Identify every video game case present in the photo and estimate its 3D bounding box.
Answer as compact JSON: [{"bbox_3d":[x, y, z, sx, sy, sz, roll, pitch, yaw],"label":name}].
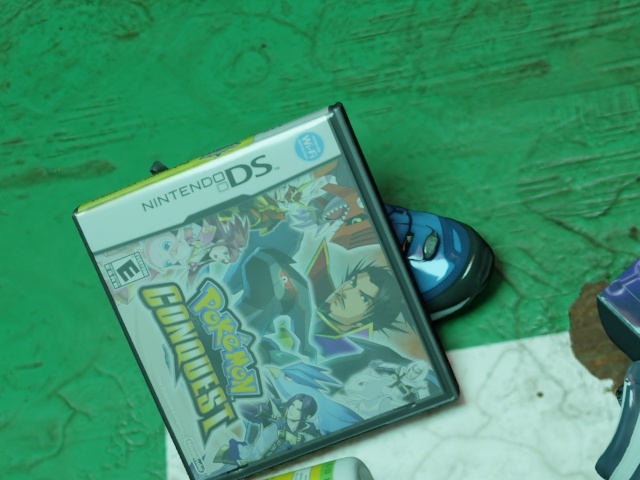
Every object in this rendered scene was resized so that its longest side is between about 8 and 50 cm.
[{"bbox_3d":[-0.046,0.053,1.563,0.248,0.035,0.274,-21,100,9],"label":"video game case"}]

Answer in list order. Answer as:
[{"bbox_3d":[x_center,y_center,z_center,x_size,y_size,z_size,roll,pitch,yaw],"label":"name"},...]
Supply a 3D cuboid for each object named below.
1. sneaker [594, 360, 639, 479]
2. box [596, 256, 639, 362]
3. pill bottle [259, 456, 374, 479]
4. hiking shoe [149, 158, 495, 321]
[{"bbox_3d":[0.324,0.103,1.364,0.153,0.099,0.282,37,80,17],"label":"sneaker"},{"bbox_3d":[0.355,0.047,1.495,0.207,0.108,0.153,-43,63,-5],"label":"box"},{"bbox_3d":[-0.068,0.273,1.506,0.246,0.136,0.136,-16,63,9],"label":"pill bottle"},{"bbox_3d":[0.000,0.000,1.610,0.304,0.132,0.113,8,69,20],"label":"hiking shoe"}]
